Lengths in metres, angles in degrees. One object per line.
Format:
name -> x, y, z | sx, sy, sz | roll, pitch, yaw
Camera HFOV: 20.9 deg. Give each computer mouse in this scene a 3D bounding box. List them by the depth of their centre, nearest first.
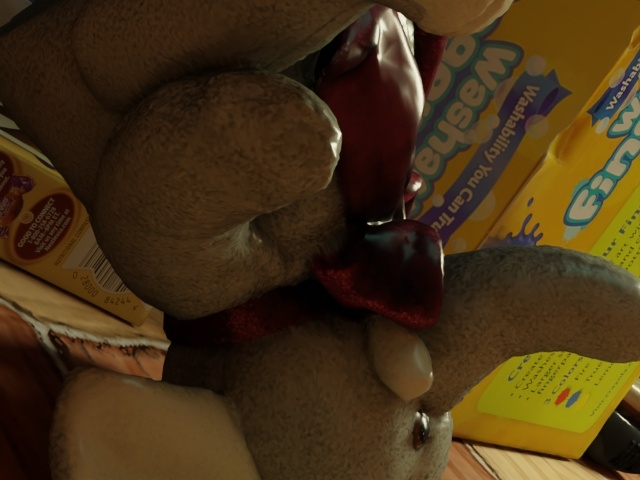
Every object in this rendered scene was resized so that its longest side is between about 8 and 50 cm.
computer mouse -> 0.247, 0.171, 1.351 | 0.071, 0.041, 0.242 | 42, 4, 41

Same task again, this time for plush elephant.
plush elephant -> 0.000, 0.000, 0.645 | 0.255, 0.330, 0.272 | 57, 17, -15

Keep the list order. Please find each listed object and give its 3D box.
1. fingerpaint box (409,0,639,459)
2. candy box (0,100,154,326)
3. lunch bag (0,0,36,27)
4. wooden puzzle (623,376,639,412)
fingerpaint box -> 0.175, -0.093, 1.095 | 0.163, 0.444, 0.371 | 39, 10, 28
candy box -> -0.158, -0.038, 0.813 | 0.187, 0.053, 0.109 | 28, 12, -35
lunch bag -> -0.193, -0.149, 1.077 | 0.243, 0.115, 0.303 | 33, 10, -32
wooden puzzle -> 0.332, 0.120, 1.564 | 0.348, 0.080, 0.322 | 43, 11, -9
